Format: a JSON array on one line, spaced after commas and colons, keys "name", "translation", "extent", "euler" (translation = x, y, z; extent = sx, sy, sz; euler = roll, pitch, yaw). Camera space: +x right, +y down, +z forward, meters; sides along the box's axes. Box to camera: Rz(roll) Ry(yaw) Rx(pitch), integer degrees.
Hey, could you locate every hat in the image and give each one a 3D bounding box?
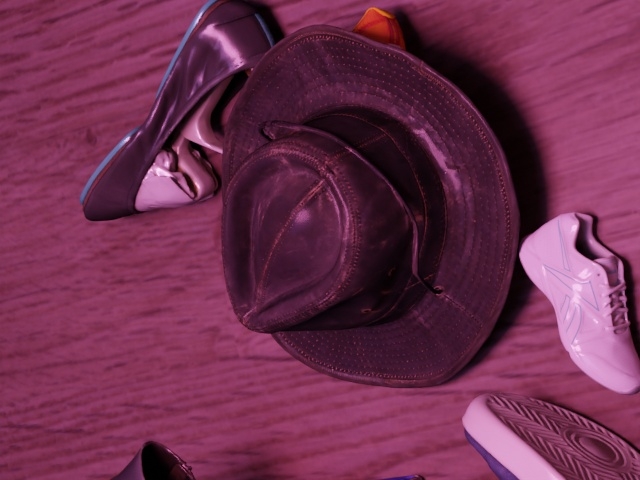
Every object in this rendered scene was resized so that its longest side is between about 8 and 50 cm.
[{"name": "hat", "translation": [0.000, 0.000, 1.539], "extent": [0.331, 0.134, 0.331], "euler": [19, 123, 33]}]

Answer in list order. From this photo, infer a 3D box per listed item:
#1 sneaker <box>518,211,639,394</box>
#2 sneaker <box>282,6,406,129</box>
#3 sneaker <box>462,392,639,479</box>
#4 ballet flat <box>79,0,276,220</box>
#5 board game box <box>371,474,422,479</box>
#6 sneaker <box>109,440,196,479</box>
[{"name": "sneaker", "translation": [0.209, 0.047, 1.458], "extent": [0.061, 0.054, 0.152], "euler": [-41, 69, 36]}, {"name": "sneaker", "translation": [0.018, -0.129, 1.613], "extent": [0.175, 0.064, 0.067], "euler": [-41, 42, 40]}, {"name": "sneaker", "translation": [0.220, 0.260, 1.427], "extent": [0.350, 0.131, 0.148], "euler": [42, 118, 30]}, {"name": "ballet flat", "translation": [-0.125, -0.093, 1.721], "extent": [0.096, 0.095, 0.280], "euler": [45, 125, 14]}, {"name": "board game box", "translation": [-0.009, 0.367, 1.648], "extent": [0.232, 0.141, 0.291], "euler": [-13, 88, 43]}, {"name": "sneaker", "translation": [-0.127, 0.283, 1.589], "extent": [0.222, 0.083, 0.118], "euler": [55, 128, 23]}]
